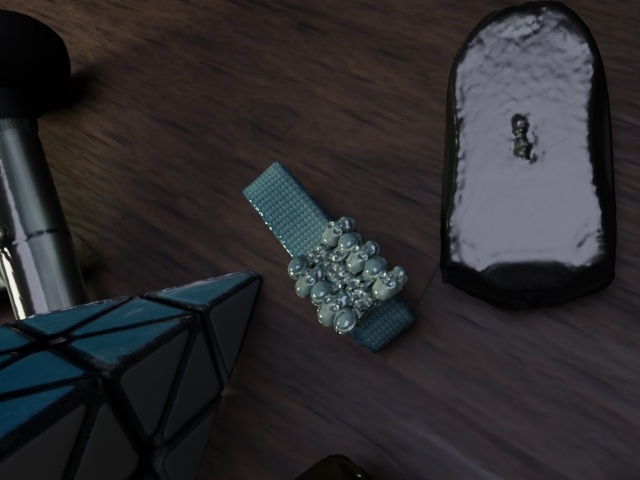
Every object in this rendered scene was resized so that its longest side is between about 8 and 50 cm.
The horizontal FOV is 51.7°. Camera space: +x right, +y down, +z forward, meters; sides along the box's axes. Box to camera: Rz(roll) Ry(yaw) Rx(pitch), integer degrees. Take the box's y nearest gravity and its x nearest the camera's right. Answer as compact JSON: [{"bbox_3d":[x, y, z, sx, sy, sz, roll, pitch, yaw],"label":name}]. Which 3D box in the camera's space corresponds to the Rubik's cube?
[{"bbox_3d":[-0.180,0.133,0.465,0.228,0.233,0.229,-43,42,26],"label":"Rubik's cube"}]

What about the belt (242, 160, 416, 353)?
[{"bbox_3d":[-0.004,0.003,0.500,0.065,0.100,0.179,-43,62,0],"label":"belt"}]

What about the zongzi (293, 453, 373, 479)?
[{"bbox_3d":[0.012,0.337,0.386,0.289,0.154,0.318,38,109,22],"label":"zongzi"}]

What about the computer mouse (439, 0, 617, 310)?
[{"bbox_3d":[0.145,-0.058,0.473,0.122,0.073,0.217,0,80,23],"label":"computer mouse"}]

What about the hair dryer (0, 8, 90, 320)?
[{"bbox_3d":[-0.357,-0.018,0.615,0.284,0.156,0.320,-14,78,6],"label":"hair dryer"}]
